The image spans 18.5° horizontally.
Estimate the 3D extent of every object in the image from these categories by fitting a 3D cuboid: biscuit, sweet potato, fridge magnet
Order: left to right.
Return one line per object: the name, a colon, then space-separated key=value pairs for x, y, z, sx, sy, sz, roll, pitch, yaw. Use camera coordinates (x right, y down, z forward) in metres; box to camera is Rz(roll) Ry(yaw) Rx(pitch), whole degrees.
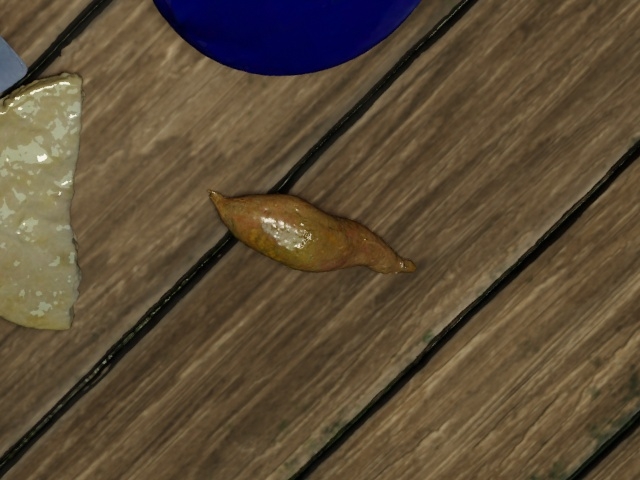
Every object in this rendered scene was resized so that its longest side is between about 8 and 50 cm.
biscuit: x=-0.271 y=-0.029 z=1.711 sx=0.133 sy=0.032 sz=0.250 roll=-4 pitch=119 yaw=-17
fridge magnet: x=-0.022 y=-0.261 z=1.617 sx=0.265 sy=0.113 sz=0.265 roll=-8 pitch=119 yaw=-14
sweet potato: x=0.001 y=0.002 z=1.800 sx=0.226 sy=0.068 sz=0.068 roll=18 pitch=111 yaw=-27

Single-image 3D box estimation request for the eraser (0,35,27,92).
eraser: x=-0.351 y=-0.109 z=1.624 sx=0.225 sy=0.036 sz=0.082 roll=-35 pitch=123 yaw=9
